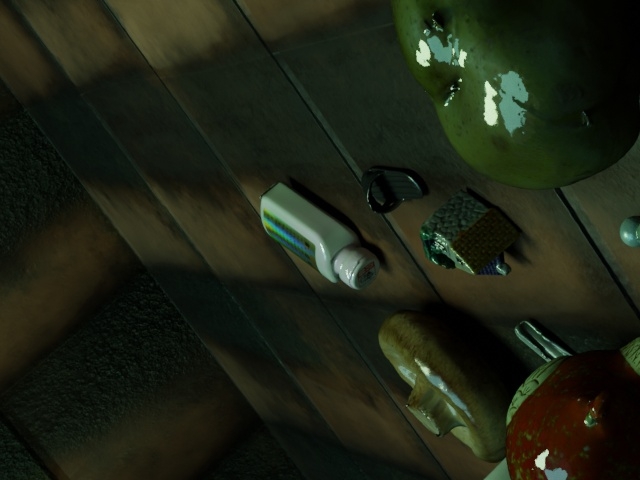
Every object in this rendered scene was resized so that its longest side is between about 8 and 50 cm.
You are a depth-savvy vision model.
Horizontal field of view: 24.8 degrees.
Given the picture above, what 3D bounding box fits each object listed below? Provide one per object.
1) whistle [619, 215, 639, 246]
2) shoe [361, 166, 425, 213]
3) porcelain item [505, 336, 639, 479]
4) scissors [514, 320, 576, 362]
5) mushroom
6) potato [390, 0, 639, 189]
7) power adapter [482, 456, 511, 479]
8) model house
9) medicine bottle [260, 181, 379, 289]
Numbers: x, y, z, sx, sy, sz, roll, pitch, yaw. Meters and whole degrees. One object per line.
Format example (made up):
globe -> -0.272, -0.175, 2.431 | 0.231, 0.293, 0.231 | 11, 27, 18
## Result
whistle -> 0.354, -0.008, 1.554 | 0.035, 0.035, 0.100 | 55, 161, -18
shoe -> 0.089, -0.067, 2.028 | 0.062, 0.053, 0.159 | 51, 160, -16
porcelain item -> 0.340, 0.229, 1.743 | 0.253, 0.253, 0.253 | 43, 161, 19
scissors -> 0.346, 0.179, 1.962 | 0.204, 0.027, 0.101 | 40, 157, 20
mushroom -> 0.197, 0.222, 2.210 | 0.278, 0.146, 0.278 | 47, 172, 8
potato -> 0.167, -0.210, 1.345 | 0.351, 0.202, 0.218 | 57, 177, 18
power adapter -> 0.330, 0.368, 2.021 | 0.187, 0.255, 0.124 | 32, 158, 43
model house -> 0.196, 0.010, 1.873 | 0.100, 0.088, 0.100 | 38, 163, 33
medicine bottle -> 0.000, 0.000, 2.321 | 0.219, 0.078, 0.115 | 36, 156, 35
